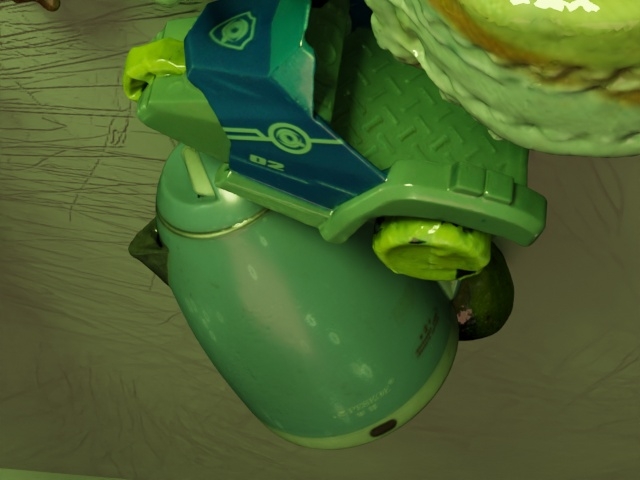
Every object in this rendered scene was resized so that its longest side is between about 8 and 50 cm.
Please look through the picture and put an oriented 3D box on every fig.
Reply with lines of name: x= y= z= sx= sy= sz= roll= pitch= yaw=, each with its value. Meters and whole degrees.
fig: x=0.159 y=0.035 z=1.255 sx=0.123 sy=0.123 sz=0.156 roll=-1 pitch=116 yaw=8

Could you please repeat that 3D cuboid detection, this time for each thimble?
thimble: x=0.158 y=-0.180 z=0.586 sx=0.288 sy=0.254 sz=0.167 roll=-19 pitch=152 yaw=2

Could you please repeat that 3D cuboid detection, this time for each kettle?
kettle: x=0.000 y=0.000 z=1.078 sx=0.319 sy=0.247 sz=0.342 roll=-29 pitch=135 yaw=3

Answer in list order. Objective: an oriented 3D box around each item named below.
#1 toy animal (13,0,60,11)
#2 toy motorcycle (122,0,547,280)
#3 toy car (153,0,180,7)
toy animal: x=-0.233 y=-0.247 z=0.700 sx=0.157 sy=0.097 sz=0.312 roll=-2 pitch=153 yaw=24
toy motorcycle: x=0.021 y=-0.108 z=0.840 sx=0.326 sy=0.191 sz=0.200 roll=15 pitch=158 yaw=-17
toy car: x=-0.126 y=-0.216 z=0.662 sx=0.058 sy=0.093 sz=0.186 roll=-20 pitch=139 yaw=2
